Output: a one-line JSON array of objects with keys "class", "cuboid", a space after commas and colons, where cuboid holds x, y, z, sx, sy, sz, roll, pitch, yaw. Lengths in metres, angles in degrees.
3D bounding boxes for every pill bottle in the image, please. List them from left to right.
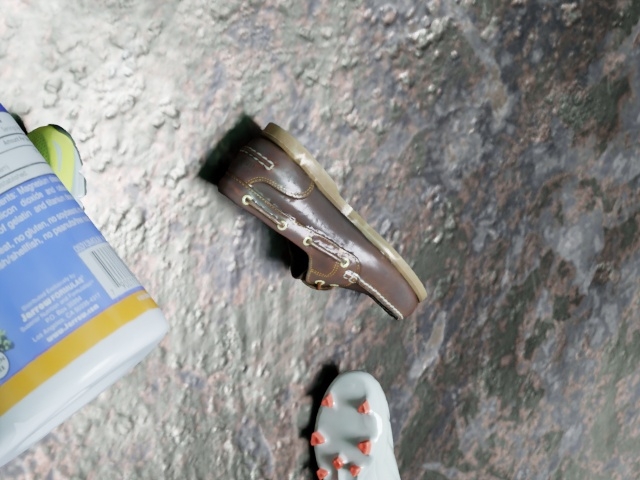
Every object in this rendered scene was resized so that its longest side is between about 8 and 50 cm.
[{"class": "pill bottle", "cuboid": [-0.231, -0.007, 1.064, 0.152, 0.152, 0.272, -38, 87, -21]}]

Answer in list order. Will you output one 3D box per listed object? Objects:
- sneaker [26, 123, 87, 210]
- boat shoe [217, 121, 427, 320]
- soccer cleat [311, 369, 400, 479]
[{"class": "sneaker", "cuboid": [-0.234, 0.009, 1.170, 0.094, 0.081, 0.208, 30, 85, -35]}, {"class": "boat shoe", "cuboid": [0.000, 0.000, 1.344, 0.073, 0.073, 0.207, -51, 119, -11]}, {"class": "soccer cleat", "cuboid": [0.037, 0.195, 1.436, 0.076, 0.068, 0.196, -23, 115, -53]}]
